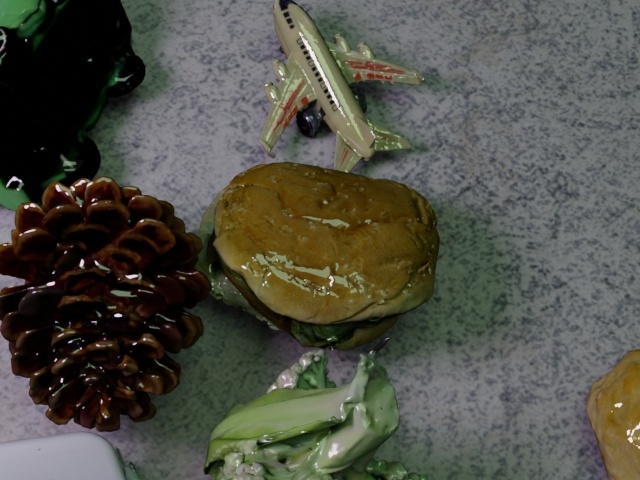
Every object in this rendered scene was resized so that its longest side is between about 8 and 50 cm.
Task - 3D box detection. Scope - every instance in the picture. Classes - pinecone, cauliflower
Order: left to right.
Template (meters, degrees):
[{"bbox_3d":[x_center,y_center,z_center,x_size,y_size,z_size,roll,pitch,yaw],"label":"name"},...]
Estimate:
[{"bbox_3d":[-0.240,0.075,1.576,0.246,0.246,0.292,2,42,-10],"label":"pinecone"},{"bbox_3d":[0.008,0.218,1.545,0.256,0.315,0.239,-11,63,-42],"label":"cauliflower"}]

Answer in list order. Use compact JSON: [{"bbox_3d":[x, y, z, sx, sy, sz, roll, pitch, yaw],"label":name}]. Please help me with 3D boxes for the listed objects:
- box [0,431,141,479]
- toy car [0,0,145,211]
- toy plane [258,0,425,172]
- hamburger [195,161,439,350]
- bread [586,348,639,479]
[{"bbox_3d":[-0.317,0.294,1.468,0.337,0.106,0.264,-6,41,-24],"label":"box"},{"bbox_3d":[-0.364,-0.188,1.741,0.176,0.213,0.358,1,51,29],"label":"toy car"},{"bbox_3d":[0.005,-0.204,1.871,0.242,0.104,0.256,-27,70,-20],"label":"toy plane"},{"bbox_3d":[-0.001,0.001,1.712,0.285,0.134,0.265,12,46,-5],"label":"hamburger"},{"bbox_3d":[0.432,0.225,1.709,0.244,0.134,0.244,6,62,-11],"label":"bread"}]
